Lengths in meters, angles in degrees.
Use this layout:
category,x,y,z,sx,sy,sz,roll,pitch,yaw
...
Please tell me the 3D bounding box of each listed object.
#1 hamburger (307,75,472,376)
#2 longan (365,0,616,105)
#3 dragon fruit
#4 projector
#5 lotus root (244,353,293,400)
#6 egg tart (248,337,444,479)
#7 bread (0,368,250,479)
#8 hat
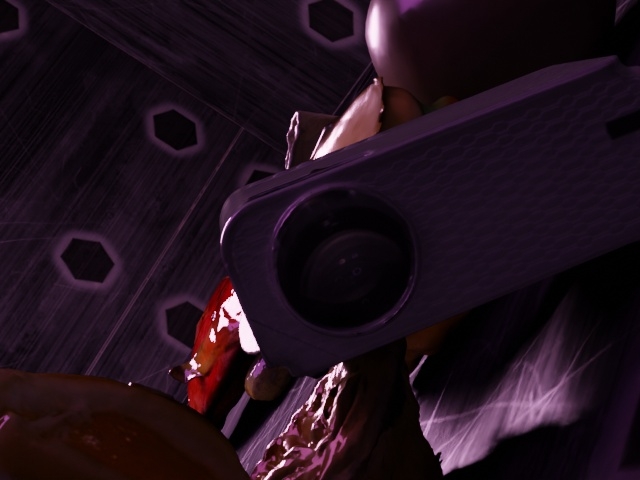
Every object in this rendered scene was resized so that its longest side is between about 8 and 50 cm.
category,x,y,z,sx,sy,sz,roll,pitch,yaw
hamburger,0.058,-0.004,1.293,0.237,0.149,0.237,-60,12,21
longan,0.136,-0.175,1.367,0.196,0.196,0.220,-58,18,-5
dragon fruit,-0.107,0.124,2.103,0.282,0.100,0.343,-62,-5,4
projector,0.068,-0.016,0.979,0.250,0.108,0.198,-21,5,-3
lotus root,-0.050,0.143,1.950,0.099,0.049,0.054,-51,3,-3
egg tart,0.005,0.162,1.024,0.241,0.106,0.241,-58,2,4
bread,-0.177,0.226,1.310,0.210,0.300,0.341,-58,0,-22
hat,0.000,0.000,1.725,0.214,0.149,0.244,113,156,-54
